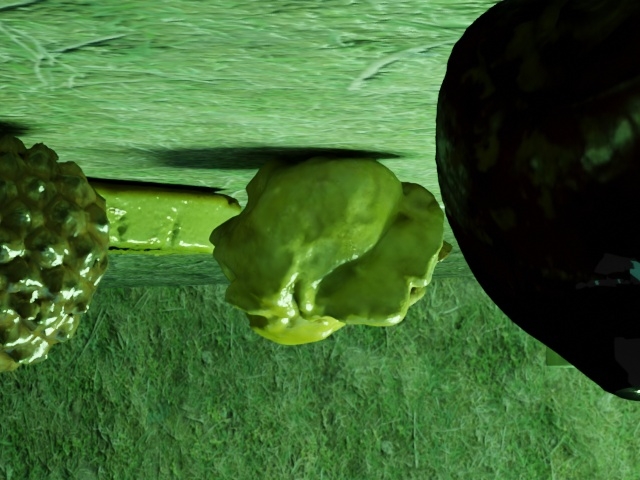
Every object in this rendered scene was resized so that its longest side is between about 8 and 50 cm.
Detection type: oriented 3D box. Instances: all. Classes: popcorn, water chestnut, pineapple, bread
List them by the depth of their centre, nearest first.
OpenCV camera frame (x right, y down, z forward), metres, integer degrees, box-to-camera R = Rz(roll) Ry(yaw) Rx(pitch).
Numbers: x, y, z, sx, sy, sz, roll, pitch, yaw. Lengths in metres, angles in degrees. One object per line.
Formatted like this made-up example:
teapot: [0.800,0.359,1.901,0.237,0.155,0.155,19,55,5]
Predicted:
water chestnut: [0.198,-0.026,1.085,0.289,0.244,0.289,1,173,0]
pineapple: [-0.364,-0.016,1.677,0.223,0.223,0.357,-4,163,42]
popcorn: [0.002,0.001,1.958,0.253,0.190,0.191,-12,-157,16]
bread: [-0.260,-0.024,2.191,0.361,0.077,0.138,4,175,-39]

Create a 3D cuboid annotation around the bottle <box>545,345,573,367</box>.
bottle: [0.266,0.031,2.064,0.072,0.202,0.072,0,176,0]
